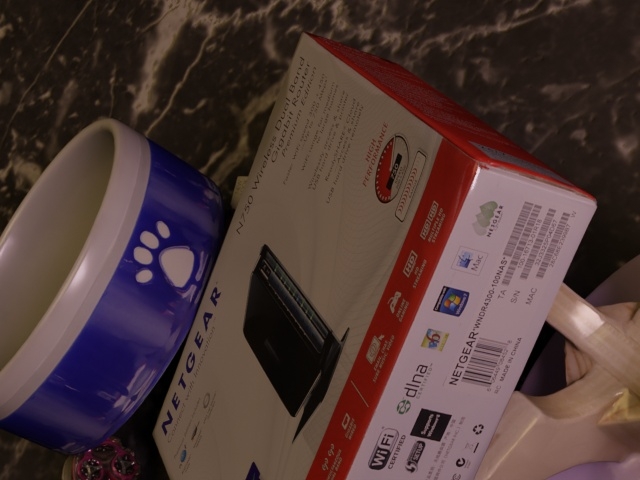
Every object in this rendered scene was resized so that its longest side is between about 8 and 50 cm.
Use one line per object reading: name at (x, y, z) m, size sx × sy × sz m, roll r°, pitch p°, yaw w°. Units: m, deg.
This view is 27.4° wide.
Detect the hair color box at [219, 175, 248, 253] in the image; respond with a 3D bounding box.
hair color box at (0.000, 0.000, 1.063) m, size 0.167 × 0.053 × 0.093 m, roll 3°, pitch 72°, yaw 36°

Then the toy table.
toy table at (0.195, 0.084, 0.825) m, size 0.252 × 0.161 × 0.274 m, roll 27°, pitch 85°, yaw 39°

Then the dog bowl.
dog bowl at (-0.195, 0.037, 1.078) m, size 0.265 × 0.104 × 0.265 m, roll -43°, pitch 29°, yaw 32°

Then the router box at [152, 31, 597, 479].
router box at (0.009, 0.065, 0.852) m, size 0.335 × 0.082 × 0.301 m, roll -69°, pitch 25°, yaw 14°

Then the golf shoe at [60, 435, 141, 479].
golf shoe at (-0.173, 0.257, 1.065) m, size 0.086 × 0.067 × 0.186 m, roll -45°, pitch 48°, yaw 50°
